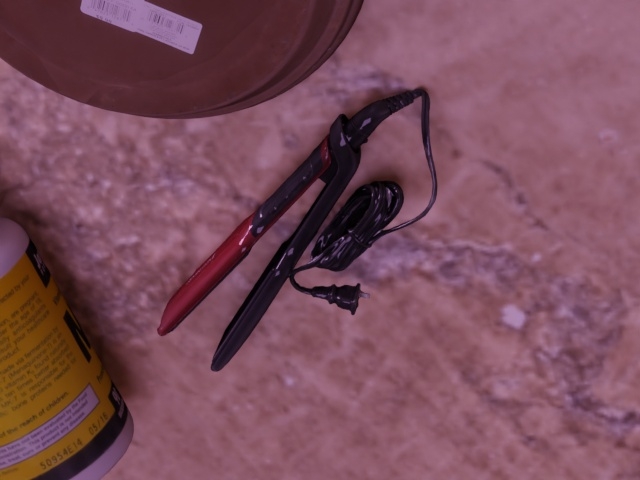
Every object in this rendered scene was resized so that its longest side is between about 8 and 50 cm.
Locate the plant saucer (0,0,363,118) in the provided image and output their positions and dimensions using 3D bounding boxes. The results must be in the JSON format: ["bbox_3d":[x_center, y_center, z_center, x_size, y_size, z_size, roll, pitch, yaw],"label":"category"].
[{"bbox_3d":[-0.109,-0.173,1.057,0.278,0.041,0.278,9,132,11],"label":"plant saucer"}]

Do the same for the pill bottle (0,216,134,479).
[{"bbox_3d":[-0.211,0.060,1.193,0.119,0.119,0.208,-18,113,21],"label":"pill bottle"}]

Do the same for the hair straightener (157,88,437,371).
[{"bbox_3d":[0.000,0.000,1.165,0.089,0.047,0.230,38,115,-10],"label":"hair straightener"}]
